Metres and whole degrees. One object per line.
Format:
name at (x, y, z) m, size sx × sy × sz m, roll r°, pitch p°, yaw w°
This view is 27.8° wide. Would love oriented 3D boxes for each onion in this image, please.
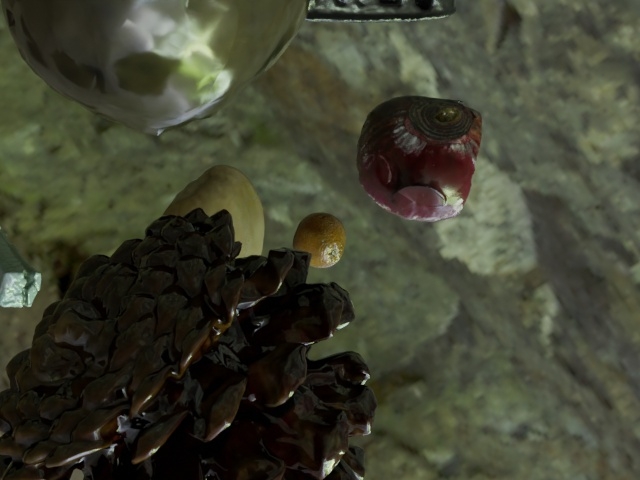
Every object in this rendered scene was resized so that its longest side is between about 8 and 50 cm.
onion at (0.165, -0.137, 2.334) m, size 0.216 × 0.207 × 0.206 m, roll 106°, pitch -4°, yaw -53°

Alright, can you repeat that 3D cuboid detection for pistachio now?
pistachio at (-0.193, 0.012, 2.221) m, size 0.162 × 0.181 × 0.293 m, roll -140°, pitch -122°, yaw -70°

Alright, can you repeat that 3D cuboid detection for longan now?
longan at (-0.205, -0.347, 1.651) m, size 0.404 × 0.404 × 0.436 m, roll 59°, pitch 8°, yaw -7°

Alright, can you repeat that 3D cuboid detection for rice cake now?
rice cake at (-0.532, 0.019, 2.099) m, size 0.063 × 0.066 × 0.336 m, roll 9°, pitch 16°, yaw -33°

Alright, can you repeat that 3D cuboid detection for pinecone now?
pinecone at (-0.122, 0.174, 1.331) m, size 0.397 × 0.398 × 0.398 m, roll 58°, pitch -4°, yaw 6°

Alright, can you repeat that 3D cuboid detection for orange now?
orange at (0.000, 0.000, 1.827) m, size 0.085 × 0.085 × 0.085 m, roll 58°, pitch -4°, yaw 6°

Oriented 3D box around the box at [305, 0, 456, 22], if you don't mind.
box at (0.033, -0.391, 1.995) m, size 0.289 × 0.290 × 0.073 m, roll -134°, pitch -137°, yaw -63°
